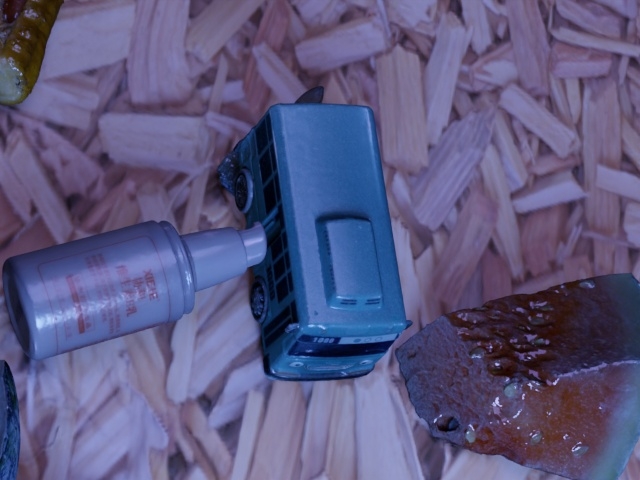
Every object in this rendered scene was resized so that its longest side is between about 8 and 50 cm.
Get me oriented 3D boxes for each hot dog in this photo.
[{"bbox_3d":[-0.297,-0.265,1.763,0.068,0.083,0.289,-4,55,15],"label":"hot dog"}]

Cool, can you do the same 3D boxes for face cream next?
[{"bbox_3d":[-0.166,0.034,1.592,0.252,0.101,0.101,-15,66,-20],"label":"face cream"}]

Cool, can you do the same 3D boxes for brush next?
[{"bbox_3d":[-0.042,-0.109,1.812,0.070,0.021,0.196,37,52,-2],"label":"brush"}]

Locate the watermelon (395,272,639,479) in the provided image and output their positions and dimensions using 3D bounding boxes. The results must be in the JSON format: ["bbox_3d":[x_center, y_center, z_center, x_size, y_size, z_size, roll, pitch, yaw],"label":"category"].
[{"bbox_3d":[0.209,0.136,1.718,0.257,0.140,0.193,3,50,-12],"label":"watermelon"}]

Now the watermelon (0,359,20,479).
[{"bbox_3d":[-0.376,0.229,1.406,0.226,0.148,0.318,34,64,23],"label":"watermelon"}]

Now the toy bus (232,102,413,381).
[{"bbox_3d":[0.000,0.000,1.673,0.128,0.147,0.256,0,69,-22],"label":"toy bus"}]
